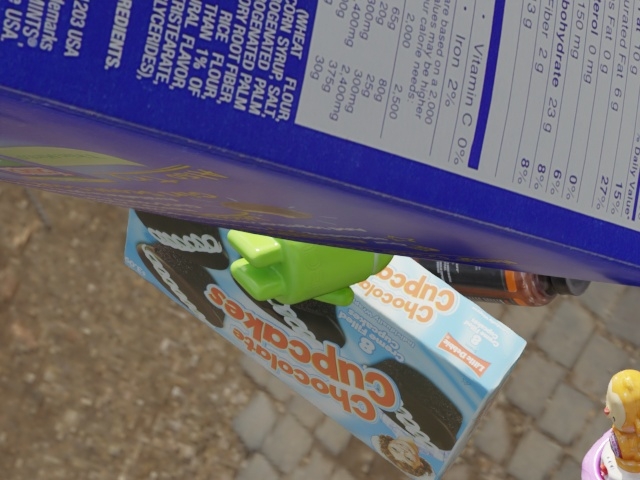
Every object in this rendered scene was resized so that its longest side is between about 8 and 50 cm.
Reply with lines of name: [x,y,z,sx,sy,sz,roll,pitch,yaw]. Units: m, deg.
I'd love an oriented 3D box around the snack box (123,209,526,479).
snack box: [-0.008,0.046,1.192,0.322,0.187,0.060,36,59,11]

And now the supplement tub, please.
supplement tub: [0.206,0.020,1.732,0.197,0.106,0.106,6,73,36]

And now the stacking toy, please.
stacking toy: [0.294,0.226,1.364,0.165,0.302,0.175,-16,39,8]

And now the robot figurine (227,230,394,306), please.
robot figurine: [0.000,0.000,0.975,0.067,0.115,0.101,40,142,50]

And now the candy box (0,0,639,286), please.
candy box: [-0.058,-0.072,0.506,0.268,0.317,0.122,7,85,44]
